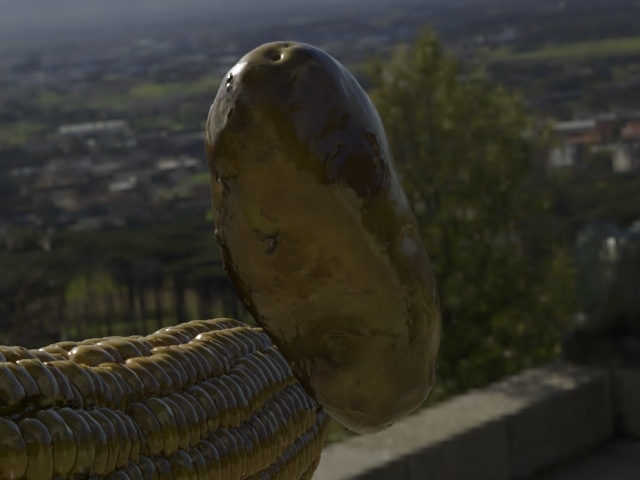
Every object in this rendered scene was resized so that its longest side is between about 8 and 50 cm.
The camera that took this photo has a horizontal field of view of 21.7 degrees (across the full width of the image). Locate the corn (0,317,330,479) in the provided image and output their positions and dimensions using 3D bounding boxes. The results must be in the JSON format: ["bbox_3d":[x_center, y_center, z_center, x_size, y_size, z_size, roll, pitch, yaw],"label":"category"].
[{"bbox_3d":[-0.068,0.078,0.563,0.102,0.102,0.313,-2,-1,22],"label":"corn"}]

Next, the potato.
[{"bbox_3d":[0.000,0.000,0.365,0.045,0.092,0.046,-35,24,-29],"label":"potato"}]
